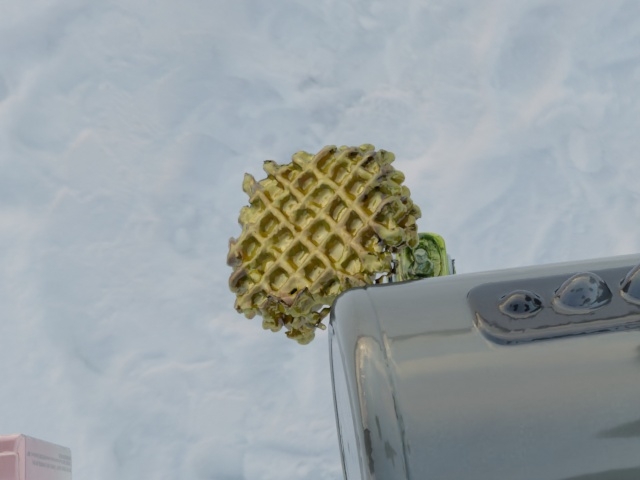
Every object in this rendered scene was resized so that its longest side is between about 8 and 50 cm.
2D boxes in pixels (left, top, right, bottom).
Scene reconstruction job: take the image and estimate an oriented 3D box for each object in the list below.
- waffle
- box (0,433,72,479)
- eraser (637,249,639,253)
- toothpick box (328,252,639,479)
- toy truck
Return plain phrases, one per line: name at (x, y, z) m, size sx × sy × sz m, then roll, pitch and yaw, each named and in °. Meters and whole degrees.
waffle at (0.000, 0.000, 0.990) m, size 0.193 × 0.070 × 0.197 m, roll -22°, pitch 51°, yaw 24°
box at (-0.193, 0.136, 0.595) m, size 0.089 × 0.125 × 0.043 m, roll -5°, pitch 76°, yaw -1°
eraser at (0.493, -0.021, 1.252) m, size 0.130 × 0.086 × 0.287 m, roll 19°, pitch 121°, yaw -26°
toothpick box at (0.171, 0.105, 0.705) m, size 0.316 × 0.229 × 0.229 m, roll -8°, pitch 89°, yaw -3°
toy truck at (0.106, 0.046, 1.095) m, size 0.076 × 0.077 × 0.111 m, roll -5°, pitch 53°, yaw 4°
